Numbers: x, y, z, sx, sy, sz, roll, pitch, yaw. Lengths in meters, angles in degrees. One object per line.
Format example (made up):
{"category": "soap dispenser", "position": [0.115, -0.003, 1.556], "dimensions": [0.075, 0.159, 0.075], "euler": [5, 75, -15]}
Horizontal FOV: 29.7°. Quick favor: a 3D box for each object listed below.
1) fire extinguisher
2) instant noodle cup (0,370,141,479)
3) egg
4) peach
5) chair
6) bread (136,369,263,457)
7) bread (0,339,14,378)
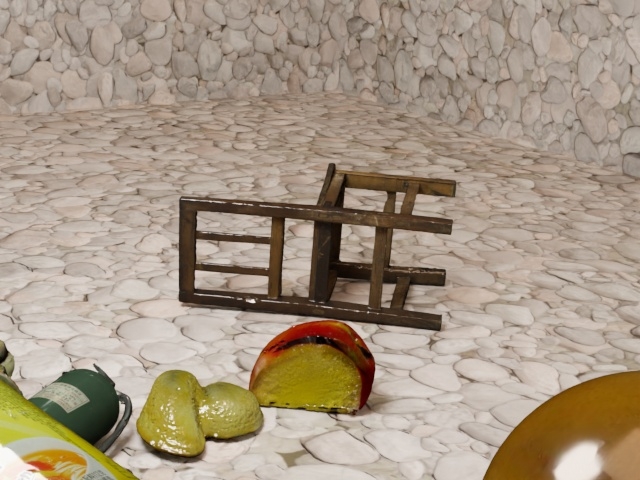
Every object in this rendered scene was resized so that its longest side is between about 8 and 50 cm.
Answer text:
{"category": "fire extinguisher", "position": [-0.297, 0.211, 1.382], "dimensions": [0.118, 0.093, 0.294], "euler": [22, 21, 12]}
{"category": "instant noodle cup", "position": [-0.268, 0.256, 1.004], "dimensions": [0.200, 0.264, 0.264], "euler": [23, 24, 25]}
{"category": "egg", "position": [0.282, 0.251, 1.022], "dimensions": [0.282, 0.282, 0.351], "euler": [18, 11, 40]}
{"category": "peach", "position": [-0.012, 0.167, 1.572], "dimensions": [0.172, 0.127, 0.092], "euler": [-19, 20, 17]}
{"category": "chair", "position": [0.000, 0.000, 1.949], "dimensions": [0.416, 0.203, 0.240], "euler": [6, 22, 5]}
{"category": "bread", "position": [-0.145, 0.205, 1.477], "dimensions": [0.149, 0.065, 0.188], "euler": [10, 16, 4]}
{"category": "bread", "position": [-0.442, 0.175, 1.364], "dimensions": [0.207, 0.056, 0.286], "euler": [-23, 23, -26]}
